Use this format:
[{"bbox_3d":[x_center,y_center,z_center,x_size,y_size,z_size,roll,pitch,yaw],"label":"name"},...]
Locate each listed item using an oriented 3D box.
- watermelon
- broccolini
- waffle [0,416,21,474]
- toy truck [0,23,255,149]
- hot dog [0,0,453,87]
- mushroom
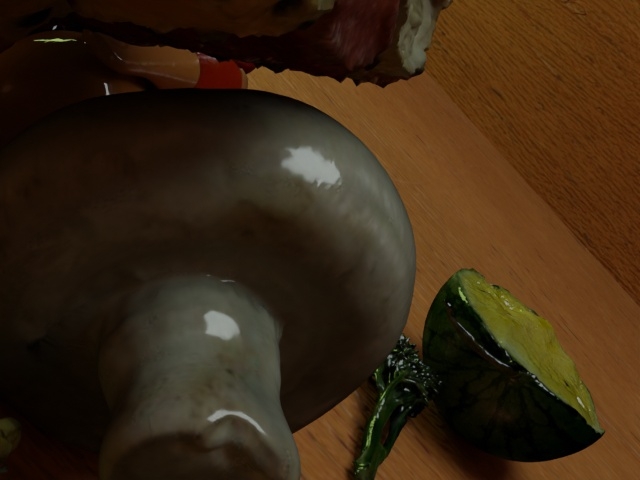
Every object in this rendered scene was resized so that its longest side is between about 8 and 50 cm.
[{"bbox_3d":[0.170,0.132,1.061,0.204,0.127,0.232,48,17,1],"label":"watermelon"},{"bbox_3d":[0.063,0.143,0.920,0.074,0.058,0.201,38,19,-5],"label":"broccolini"},{"bbox_3d":[-0.180,0.132,0.427,0.250,0.056,0.261,33,25,-33],"label":"waffle"},{"bbox_3d":[-0.180,-0.134,0.775,0.265,0.189,0.239,50,27,8],"label":"toy truck"},{"bbox_3d":[-0.128,-0.167,0.503,0.366,0.196,0.367,13,12,17],"label":"hot dog"},{"bbox_3d":[-0.066,0.048,0.561,0.243,0.243,0.243,41,20,-18],"label":"mushroom"}]
